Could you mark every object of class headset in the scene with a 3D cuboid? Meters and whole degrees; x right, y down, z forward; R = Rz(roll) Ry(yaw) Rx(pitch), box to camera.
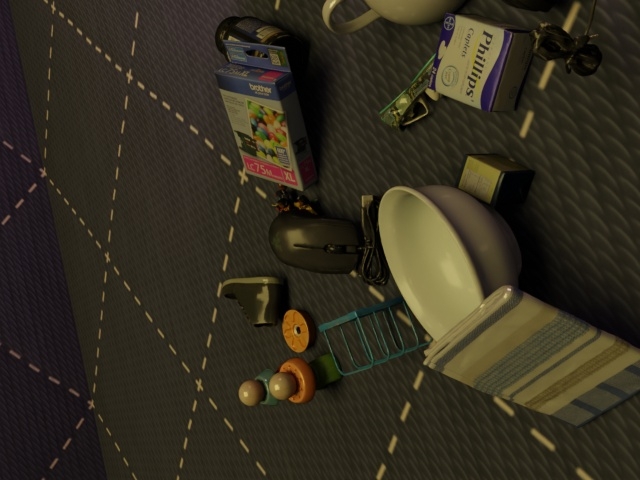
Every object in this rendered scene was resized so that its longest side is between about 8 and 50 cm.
[{"bbox_3d":[0.307,-0.404,0.918,0.243,0.185,0.393,-25,66,51],"label":"headset"}]

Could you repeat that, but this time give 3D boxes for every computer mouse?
[{"bbox_3d":[0.000,0.000,1.399,0.272,0.072,0.188,4,105,28],"label":"computer mouse"}]

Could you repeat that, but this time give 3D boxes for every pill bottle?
[{"bbox_3d":[-0.140,-0.423,1.526,0.219,0.123,0.122,38,125,42],"label":"pill bottle"}]

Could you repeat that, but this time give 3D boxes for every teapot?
[{"bbox_3d":[0.126,-0.474,1.131,0.253,0.187,0.255,17,111,49],"label":"teapot"}]

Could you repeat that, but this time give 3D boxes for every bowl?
[{"bbox_3d":[0.225,0.029,1.110,0.297,0.134,0.297,57,162,30],"label":"bowl"}]

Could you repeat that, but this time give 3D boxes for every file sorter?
[{"bbox_3d":[0.109,0.174,1.297,0.118,0.170,0.104,-30,78,50],"label":"file sorter"}]

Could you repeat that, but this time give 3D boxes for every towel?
[{"bbox_3d":[0.318,0.172,0.986,0.209,0.285,0.034,-54,17,43],"label":"towel"}]

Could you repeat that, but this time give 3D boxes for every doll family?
[{"bbox_3d":[-0.058,-0.064,1.531,0.193,0.076,0.111,23,134,42],"label":"doll family"}]

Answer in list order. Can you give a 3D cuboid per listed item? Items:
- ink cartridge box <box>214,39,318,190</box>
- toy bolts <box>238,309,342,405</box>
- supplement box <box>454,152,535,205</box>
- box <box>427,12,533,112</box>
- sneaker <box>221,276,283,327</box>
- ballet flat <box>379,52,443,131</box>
[{"bbox_3d":[-0.119,-0.263,1.463,0.186,0.065,0.311,20,137,37],"label":"ink cartridge box"},{"bbox_3d":[-0.098,0.291,1.585,0.228,0.159,0.218,-48,60,45],"label":"toy bolts"},{"bbox_3d":[0.276,-0.098,1.098,0.083,0.083,0.056,36,121,41],"label":"supplement box"},{"bbox_3d":[0.254,-0.284,1.096,0.137,0.072,0.126,34,123,40],"label":"box"},{"bbox_3d":[-0.178,0.156,1.699,0.222,0.083,0.118,-12,70,51],"label":"sneaker"},{"bbox_3d":[0.181,-0.259,1.217,0.188,0.070,0.070,-44,63,48],"label":"ballet flat"}]
